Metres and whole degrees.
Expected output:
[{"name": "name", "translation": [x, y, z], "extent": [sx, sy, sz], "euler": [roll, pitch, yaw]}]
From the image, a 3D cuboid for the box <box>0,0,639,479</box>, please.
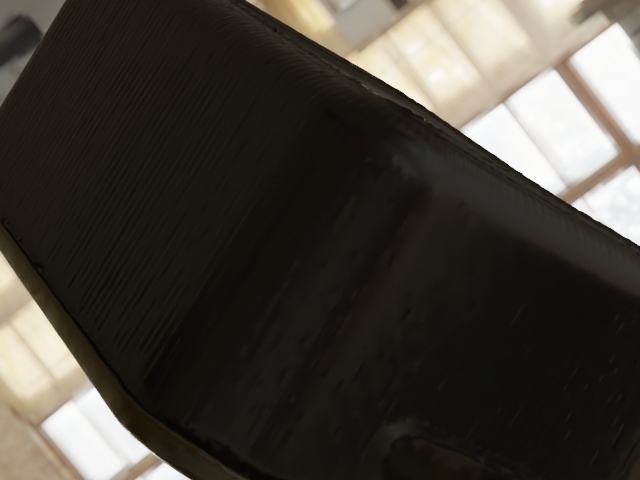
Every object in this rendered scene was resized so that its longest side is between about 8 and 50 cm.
[{"name": "box", "translation": [0.000, 0.000, 0.443], "extent": [0.090, 0.144, 0.201], "euler": [-59, -148, 6]}]
